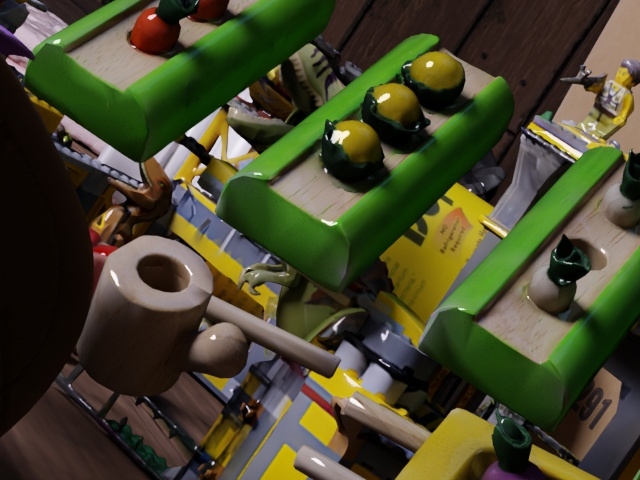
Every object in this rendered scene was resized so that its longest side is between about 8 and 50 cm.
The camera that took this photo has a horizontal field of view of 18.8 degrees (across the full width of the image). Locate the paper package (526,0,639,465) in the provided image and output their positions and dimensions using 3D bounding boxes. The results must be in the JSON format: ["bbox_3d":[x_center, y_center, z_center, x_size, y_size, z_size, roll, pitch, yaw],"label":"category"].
[{"bbox_3d":[0.234,0.037,0.937,0.168,0.309,0.325,25,8,-33],"label":"paper package"}]

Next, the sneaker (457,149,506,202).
[{"bbox_3d":[-0.011,-0.013,1.089,0.276,0.135,0.098,-20,81,-55],"label":"sneaker"}]

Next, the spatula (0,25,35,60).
[{"bbox_3d":[-0.138,-0.104,0.610,0.084,0.030,0.296,28,12,-21],"label":"spatula"}]

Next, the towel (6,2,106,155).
[{"bbox_3d":[-0.177,-0.123,1.356,0.317,0.053,0.332,33,4,-4],"label":"towel"}]

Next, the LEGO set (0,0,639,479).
[{"bbox_3d":[0.009,-0.015,0.672,0.255,0.192,0.331,29,7,-46],"label":"LEGO set"}]

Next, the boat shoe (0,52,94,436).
[{"bbox_3d":[-0.140,-0.078,0.384,0.098,0.109,0.302,25,-33,39],"label":"boat shoe"}]

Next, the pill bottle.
[{"bbox_3d":[0.000,0.000,0.906,0.215,0.117,0.117,33,5,-8],"label":"pill bottle"}]

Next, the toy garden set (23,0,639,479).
[{"bbox_3d":[0.025,0.002,0.510,0.244,0.049,0.204,33,39,13],"label":"toy garden set"}]
